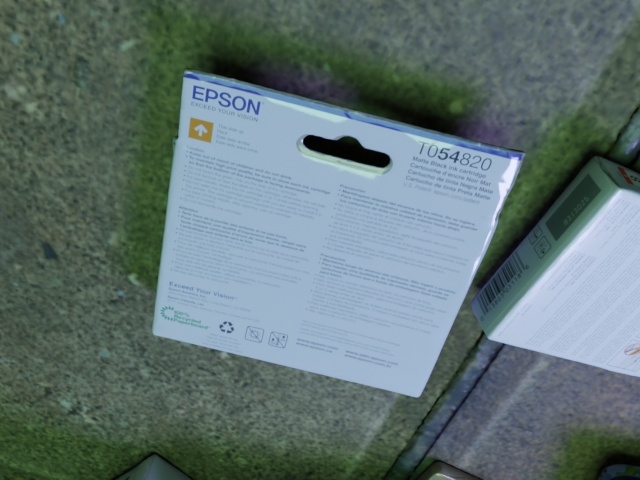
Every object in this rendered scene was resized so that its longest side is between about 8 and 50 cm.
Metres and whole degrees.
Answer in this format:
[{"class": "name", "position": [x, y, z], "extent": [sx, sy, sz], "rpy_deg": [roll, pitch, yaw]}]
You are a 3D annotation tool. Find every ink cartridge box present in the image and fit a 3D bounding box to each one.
[{"class": "ink cartridge box", "position": [0.000, 0.000, 0.482], "extent": [0.223, 0.045, 0.224], "rpy_deg": [14, 124, -3]}, {"class": "ink cartridge box", "position": [0.224, 0.029, 0.487], "extent": [0.179, 0.045, 0.145], "rpy_deg": [15, 126, -25]}]

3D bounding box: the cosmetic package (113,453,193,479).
[{"class": "cosmetic package", "position": [-0.180, 0.378, 0.709], "extent": [0.224, 0.138, 0.224], "rpy_deg": [-36, 113, 28]}]

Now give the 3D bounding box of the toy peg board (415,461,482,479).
[{"class": "toy peg board", "position": [0.139, 0.320, 0.660], "extent": [0.161, 0.079, 0.161], "rpy_deg": [27, 123, -10]}]

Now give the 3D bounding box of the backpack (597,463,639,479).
[{"class": "backpack", "position": [0.291, 0.261, 0.596], "extent": [0.105, 0.084, 0.114], "rpy_deg": [8, 120, 3]}]
